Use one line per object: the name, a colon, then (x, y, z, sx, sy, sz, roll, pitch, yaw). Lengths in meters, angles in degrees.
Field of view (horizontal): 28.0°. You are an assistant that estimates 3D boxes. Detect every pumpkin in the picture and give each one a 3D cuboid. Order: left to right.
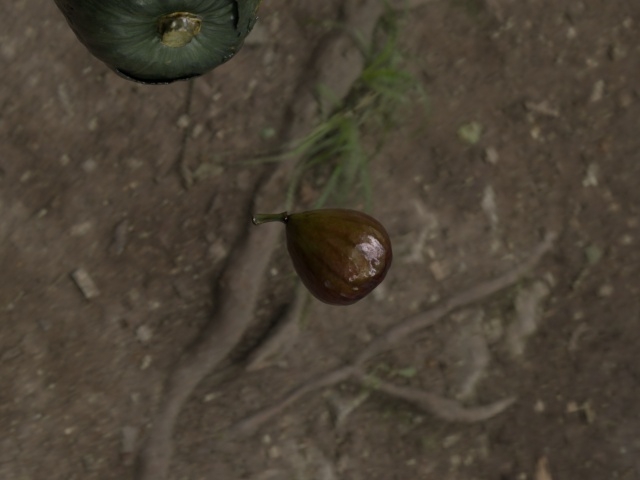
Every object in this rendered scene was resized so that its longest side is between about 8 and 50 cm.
pumpkin: (-0.206, -0.357, 1.639, 0.328, 0.291, 0.257, 46, 25, -55)

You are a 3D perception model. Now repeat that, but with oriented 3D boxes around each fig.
fig: (0.000, 0.000, 1.141, 0.125, 0.089, 0.089, 34, 60, -14)
